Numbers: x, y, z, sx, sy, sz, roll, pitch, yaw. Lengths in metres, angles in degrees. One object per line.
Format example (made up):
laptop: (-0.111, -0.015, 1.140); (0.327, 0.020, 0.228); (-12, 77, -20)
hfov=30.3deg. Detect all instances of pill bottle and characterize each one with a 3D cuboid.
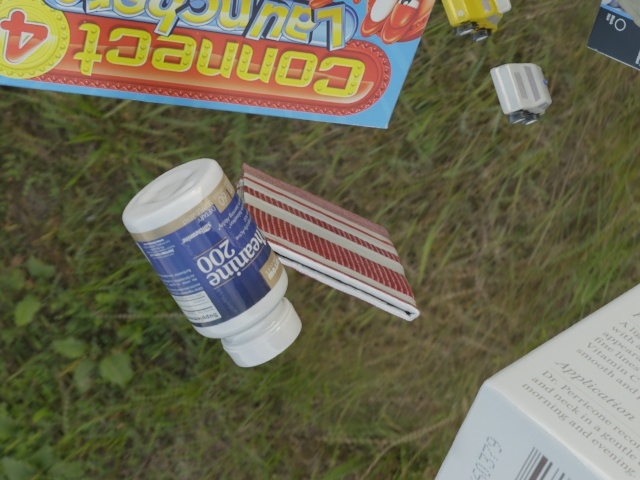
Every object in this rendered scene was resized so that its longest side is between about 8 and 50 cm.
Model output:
pill bottle: (-0.061, 0.016, 0.716); (0.067, 0.067, 0.120); (-22, 114, 21)

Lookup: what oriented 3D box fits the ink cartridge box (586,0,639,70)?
ink cartridge box: (0.546, -0.364, 1.869); (0.208, 0.045, 0.206); (31, 119, 30)

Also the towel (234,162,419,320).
towel: (0.000, 0.000, 1.522); (0.237, 0.329, 0.037); (24, 104, -11)

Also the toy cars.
toy cars: (0.305, -0.319, 1.945); (0.087, 0.176, 0.394); (-20, 134, 23)

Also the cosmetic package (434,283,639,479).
cosmetic package: (0.160, 0.131, 0.572); (0.151, 0.183, 0.151); (41, 132, 27)

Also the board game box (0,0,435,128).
board game box: (-0.058, -0.231, 0.728); (0.308, 0.086, 0.302); (4, 127, -22)

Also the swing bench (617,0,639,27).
swing bench: (0.429, -0.372, 1.488); (0.253, 0.254, 0.165); (51, 136, 2)
